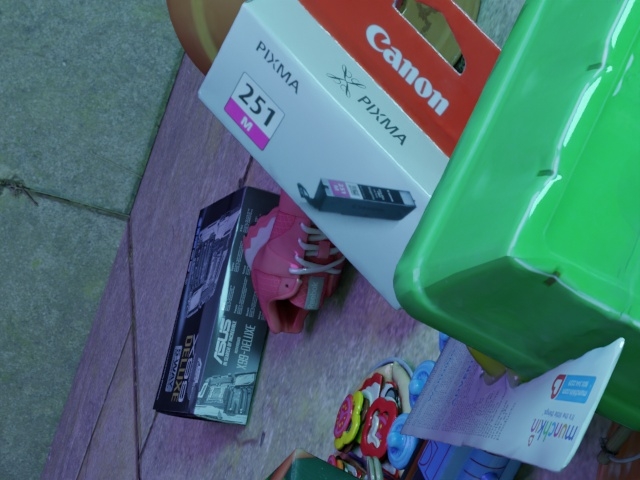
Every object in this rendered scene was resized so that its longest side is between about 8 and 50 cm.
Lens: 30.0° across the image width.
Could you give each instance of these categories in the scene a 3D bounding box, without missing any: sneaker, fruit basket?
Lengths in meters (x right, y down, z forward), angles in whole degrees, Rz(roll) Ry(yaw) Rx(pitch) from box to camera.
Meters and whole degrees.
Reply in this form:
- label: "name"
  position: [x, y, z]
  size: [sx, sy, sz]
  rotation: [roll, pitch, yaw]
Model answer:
- label: "sneaker"
  position: [0.000, 0.000, 1.289]
  size: [0.314, 0.116, 0.136]
  rotation: [119, 149, -56]
- label: "fruit basket"
  position: [0.153, -0.027, 0.661]
  size: [0.327, 0.165, 0.353]
  rotation: [-64, -3, -10]

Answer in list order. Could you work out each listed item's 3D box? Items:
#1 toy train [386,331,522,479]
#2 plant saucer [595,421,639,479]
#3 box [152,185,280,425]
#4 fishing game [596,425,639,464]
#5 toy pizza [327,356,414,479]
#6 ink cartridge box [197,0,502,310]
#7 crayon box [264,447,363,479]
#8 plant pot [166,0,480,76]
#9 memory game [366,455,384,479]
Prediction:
- label: "toy train"
  position: [0.109, 0.128, 0.849]
  size: [0.105, 0.080, 0.184]
  rotation: [-116, 44, -56]
- label: "plant saucer"
  position: [0.206, 0.133, 0.602]
  size: [0.200, 0.037, 0.200]
  rotation: [-164, 90, -72]
- label: "box"
  position: [-0.135, 0.095, 1.638]
  size: [0.242, 0.076, 0.307]
  rotation: [163, 121, -70]
- label: "fishing game"
  position: [0.188, 0.137, 0.529]
  size: [0.264, 0.041, 0.189]
  rotation: [-101, 34, -56]
- label: "toy pizza"
  position: [0.038, 0.202, 1.078]
  size: [0.201, 0.032, 0.201]
  rotation: [-165, 90, -73]
- label: "ink cartridge box"
  position: [0.040, -0.109, 0.994]
  size: [0.060, 0.275, 0.239]
  rotation: [-35, -13, -39]
- label: "crayon box"
  position: [-0.049, 0.341, 0.920]
  size: [0.202, 0.081, 0.318]
  rotation: [-48, 22, 28]
- label: "plant pot"
  position: [0.018, -0.251, 1.163]
  size: [0.203, 0.291, 0.291]
  rotation: [34, 108, 55]
- label: "memory game"
  position: [0.050, 0.254, 0.904]
  size: [0.186, 0.012, 0.186]
  rotation: [175, 90, -89]
